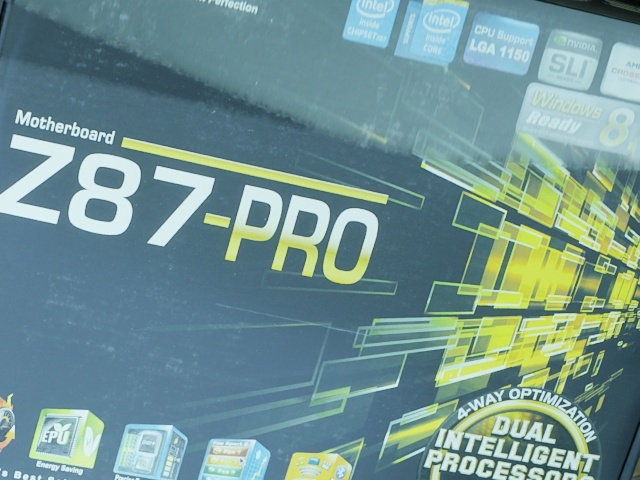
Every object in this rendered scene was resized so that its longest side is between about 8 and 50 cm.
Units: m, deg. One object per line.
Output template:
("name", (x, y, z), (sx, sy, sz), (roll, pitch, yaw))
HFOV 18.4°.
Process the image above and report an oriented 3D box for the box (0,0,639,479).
("box", (0.000, 0.000, 1.024), (0.395, 0.097, 0.318), (13, 106, -15))
